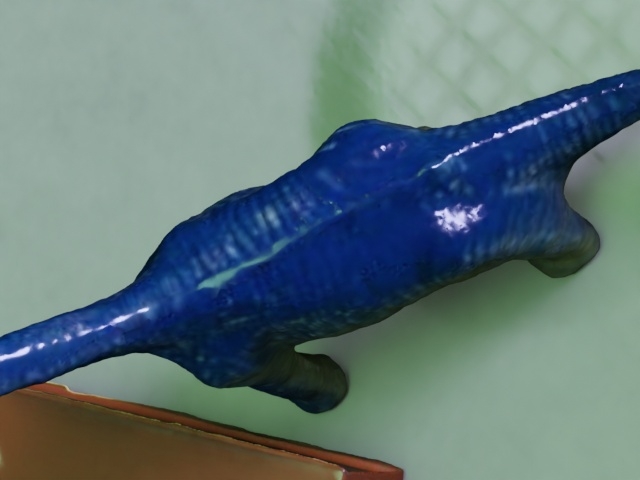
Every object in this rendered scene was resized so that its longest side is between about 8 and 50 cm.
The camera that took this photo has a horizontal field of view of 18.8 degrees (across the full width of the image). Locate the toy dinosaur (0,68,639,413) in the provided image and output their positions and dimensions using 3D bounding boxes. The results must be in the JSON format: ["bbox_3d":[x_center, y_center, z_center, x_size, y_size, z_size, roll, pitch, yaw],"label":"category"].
[{"bbox_3d":[0.000,0.000,0.562,0.247,0.188,0.075,-25,79,25],"label":"toy dinosaur"}]

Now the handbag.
[{"bbox_3d":[-0.074,0.119,0.666,0.190,0.063,0.127,11,90,30],"label":"handbag"}]
